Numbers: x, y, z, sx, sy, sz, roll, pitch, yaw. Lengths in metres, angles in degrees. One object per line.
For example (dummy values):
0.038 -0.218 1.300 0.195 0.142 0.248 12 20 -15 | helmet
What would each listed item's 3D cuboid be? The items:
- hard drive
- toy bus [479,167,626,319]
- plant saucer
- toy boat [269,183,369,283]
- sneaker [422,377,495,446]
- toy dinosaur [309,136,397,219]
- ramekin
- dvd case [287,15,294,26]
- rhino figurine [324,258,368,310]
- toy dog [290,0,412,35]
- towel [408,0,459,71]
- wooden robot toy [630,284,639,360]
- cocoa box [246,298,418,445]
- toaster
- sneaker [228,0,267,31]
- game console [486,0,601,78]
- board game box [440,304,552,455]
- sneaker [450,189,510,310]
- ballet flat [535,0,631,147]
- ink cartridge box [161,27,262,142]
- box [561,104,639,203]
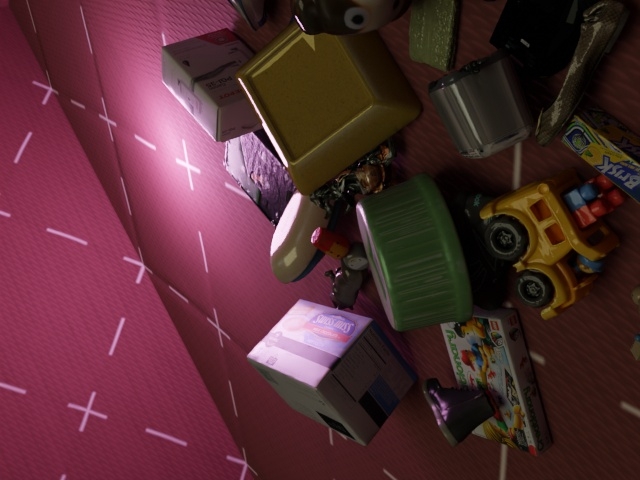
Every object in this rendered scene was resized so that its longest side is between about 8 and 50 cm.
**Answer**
-0.150 -0.194 2.010 0.339 0.064 0.237 47 145 28 | hard drive
0.405 -0.009 1.190 0.211 0.149 0.220 -33 84 44 | toy bus
-0.012 -0.312 1.517 0.333 0.081 0.333 -34 79 27 | plant saucer
0.000 0.000 1.756 0.267 0.148 0.318 -65 25 -1 | toy boat
0.299 0.346 1.568 0.083 0.118 0.222 55 -174 -19 | sneaker
0.084 -0.141 1.585 0.218 0.164 0.322 -18 65 43 | toy dinosaur
0.176 0.031 1.429 0.303 0.148 0.303 163 90 -89 | ramekin
-0.009 -0.391 1.683 0.253 0.022 0.180 59 149 13 | dvd case
0.061 0.115 1.882 0.106 0.073 0.243 53 150 27 | rhino figurine
0.020 -0.545 1.212 0.395 0.284 0.408 -9 97 59 | toy dog
0.206 -0.388 1.331 0.110 0.027 0.148 34 137 42 | towel
0.526 0.103 1.155 0.079 0.076 0.173 -94 -1 -60 | wooden robot toy
0.026 0.324 1.874 0.231 0.228 0.347 53 157 -25 | cocoa box
0.266 -0.221 1.203 0.146 0.129 0.227 64 -179 -7 | toaster
-0.148 -0.624 1.642 0.127 0.182 0.315 53 177 25 | sneaker
0.285 -0.436 1.157 0.361 0.044 0.213 50 145 25 | game console
0.362 0.284 1.535 0.193 0.053 0.305 1 111 59 | board game box
0.320 0.028 1.374 0.106 0.101 0.267 1 128 32 | sneaker
0.376 -0.247 1.094 0.058 0.084 0.250 26 136 7 | ballet flat
-0.249 -0.402 1.874 0.283 0.207 0.117 47 147 28 | ink cartridge box
0.448 -0.127 1.094 0.169 0.059 0.054 48 146 29 | box
